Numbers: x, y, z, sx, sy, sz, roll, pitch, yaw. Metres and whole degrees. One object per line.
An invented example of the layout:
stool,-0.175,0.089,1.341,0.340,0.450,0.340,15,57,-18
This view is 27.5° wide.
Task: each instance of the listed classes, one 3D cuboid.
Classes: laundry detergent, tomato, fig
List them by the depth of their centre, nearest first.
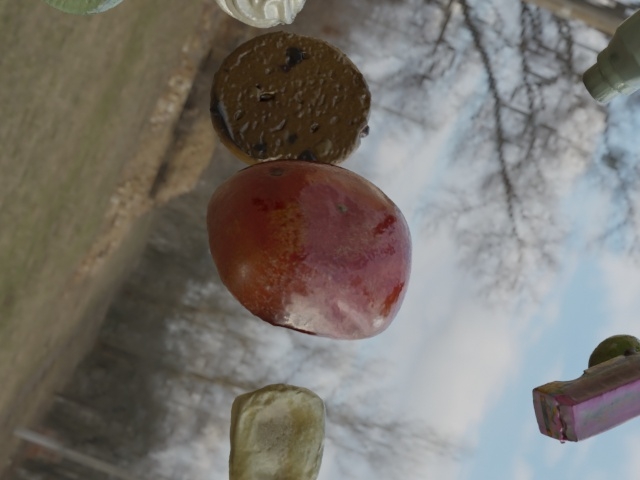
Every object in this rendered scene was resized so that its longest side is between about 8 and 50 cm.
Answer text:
tomato,0.003,-0.011,1.939,0.338,0.338,0.144,-76,-168,-47
laundry detergent,0.582,-0.347,2.020,0.398,0.125,0.264,-38,170,38
fig,0.532,0.217,2.241,0.156,0.123,0.123,-33,-145,63

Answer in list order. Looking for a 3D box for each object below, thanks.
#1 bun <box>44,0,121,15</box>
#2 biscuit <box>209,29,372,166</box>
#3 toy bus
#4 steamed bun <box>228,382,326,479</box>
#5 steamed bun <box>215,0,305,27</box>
bun,-0.315,-0.408,1.729,0.108,0.221,0.221,-56,177,-42
biscuit,-0.054,-0.240,2.334,0.075,0.296,0.296,108,1,-73
toy bus,0.477,0.239,2.077,0.112,0.274,0.090,15,-59,65
steamed bun,-0.076,0.301,1.944,0.155,0.141,0.172,144,-46,-75
steamed bun,-0.078,-0.361,1.679,0.183,0.106,0.183,-28,-126,49
